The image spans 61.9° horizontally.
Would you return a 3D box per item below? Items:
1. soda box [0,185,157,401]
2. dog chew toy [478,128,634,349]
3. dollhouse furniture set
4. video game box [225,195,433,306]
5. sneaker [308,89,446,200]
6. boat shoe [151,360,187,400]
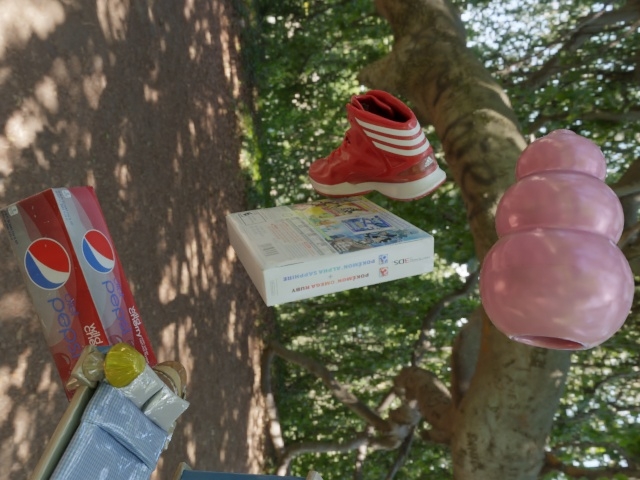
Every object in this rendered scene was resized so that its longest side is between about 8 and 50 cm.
[{"bbox_3d":[-0.312,0.066,0.698,0.083,0.092,0.263,-34,107,-76],"label":"soda box"},{"bbox_3d":[0.352,-0.012,0.799,0.206,0.207,0.331,80,20,-73],"label":"dog chew toy"},{"bbox_3d":[-0.152,0.289,0.525,0.286,0.198,0.303,-75,150,-44],"label":"dollhouse furniture set"},{"bbox_3d":[0.000,0.000,0.624,0.205,0.187,0.048,-137,-143,-64],"label":"video game box"},{"bbox_3d":[0.050,-0.124,0.665,0.087,0.221,0.128,-40,120,-32],"label":"sneaker"},{"bbox_3d":[-0.310,0.315,0.891,0.324,0.122,0.120,-48,176,31],"label":"boat shoe"}]
